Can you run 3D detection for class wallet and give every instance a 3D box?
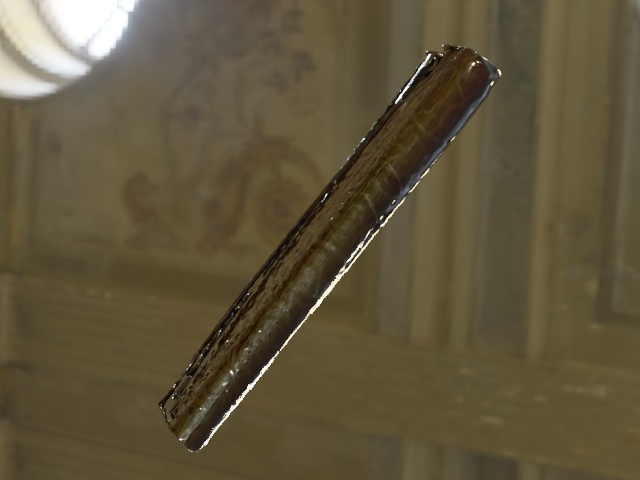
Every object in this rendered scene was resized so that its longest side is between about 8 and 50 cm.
[{"bbox_3d":[0.000,0.000,0.943,0.243,0.039,0.133,-53,6,1],"label":"wallet"}]
